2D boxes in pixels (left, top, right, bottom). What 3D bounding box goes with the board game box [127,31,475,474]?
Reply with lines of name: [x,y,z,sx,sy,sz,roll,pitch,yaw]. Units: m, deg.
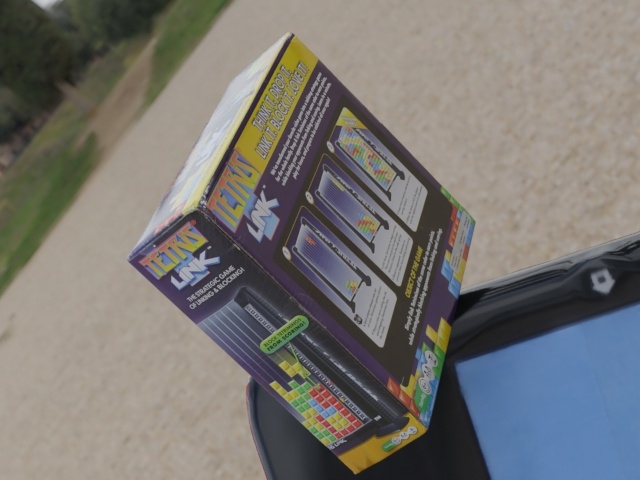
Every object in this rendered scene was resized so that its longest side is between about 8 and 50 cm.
board game box: [0.000,0.000,0.655,0.048,0.141,0.170,-38,17,31]

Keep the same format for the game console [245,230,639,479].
game console: [0.190,0.166,0.730,0.387,0.342,0.060,-18,3,1]
